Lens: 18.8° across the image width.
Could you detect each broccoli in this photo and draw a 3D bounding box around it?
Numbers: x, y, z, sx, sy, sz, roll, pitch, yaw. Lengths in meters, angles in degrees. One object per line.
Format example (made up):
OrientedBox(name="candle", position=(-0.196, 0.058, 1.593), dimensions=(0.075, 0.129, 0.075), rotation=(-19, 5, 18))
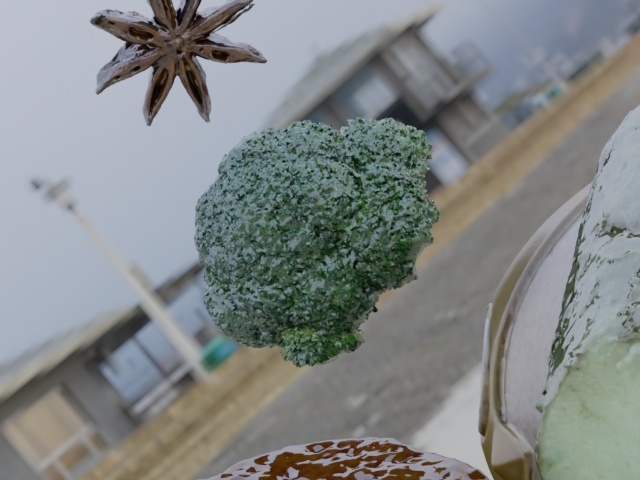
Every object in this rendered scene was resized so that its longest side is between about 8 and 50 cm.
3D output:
OrientedBox(name="broccoli", position=(0.000, 0.000, 2.014), dimensions=(0.245, 0.265, 0.294), rotation=(-5, -28, -47))

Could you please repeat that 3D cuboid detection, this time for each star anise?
OrientedBox(name="star anise", position=(-0.114, -0.150, 1.480), dimensions=(0.141, 0.141, 0.042), rotation=(-41, 27, 11))

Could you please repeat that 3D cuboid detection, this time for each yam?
OrientedBox(name="yam", position=(0.228, 0.041, 1.086), dimensions=(0.195, 0.195, 0.300), rotation=(-42, 14, 36))

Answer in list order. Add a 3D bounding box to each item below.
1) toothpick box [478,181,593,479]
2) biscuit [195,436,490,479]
OrientedBox(name="toothpick box", position=(0.333, 0.122, 1.649), dimensions=(0.409, 0.409, 0.425), rotation=(-39, 3, -27))
OrientedBox(name="biscuit", position=(-0.027, 0.319, 1.801), dimensions=(0.395, 0.166, 0.343), rotation=(-17, 14, -25))
